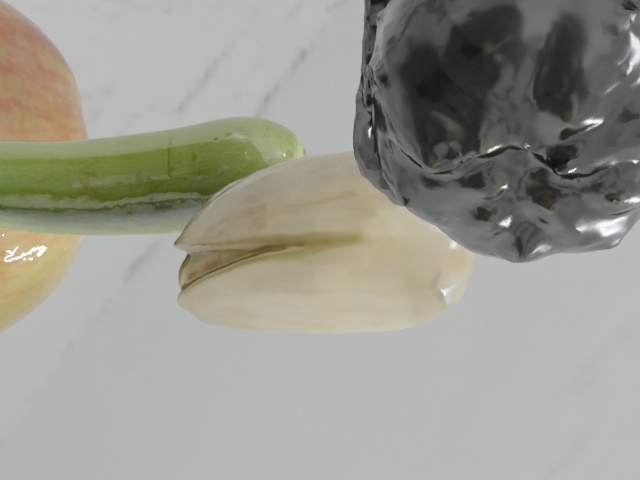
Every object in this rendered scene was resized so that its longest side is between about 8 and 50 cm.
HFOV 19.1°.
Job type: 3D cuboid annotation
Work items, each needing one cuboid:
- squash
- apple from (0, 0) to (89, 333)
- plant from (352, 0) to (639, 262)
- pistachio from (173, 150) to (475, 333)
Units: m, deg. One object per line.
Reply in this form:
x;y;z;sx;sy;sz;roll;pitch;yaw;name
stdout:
-0.132;-0.045;1.376;0.250;0.083;0.083;-3;-101;2;squash
-0.396;-0.073;1.760;0.391;0.346;0.391;-6;-97;60;apple
0.086;-0.094;0.747;0.256;0.141;0.164;-81;176;-51;plant
0.000;0.000;1.216;0.200;0.145;0.117;-1;-100;14;pistachio
